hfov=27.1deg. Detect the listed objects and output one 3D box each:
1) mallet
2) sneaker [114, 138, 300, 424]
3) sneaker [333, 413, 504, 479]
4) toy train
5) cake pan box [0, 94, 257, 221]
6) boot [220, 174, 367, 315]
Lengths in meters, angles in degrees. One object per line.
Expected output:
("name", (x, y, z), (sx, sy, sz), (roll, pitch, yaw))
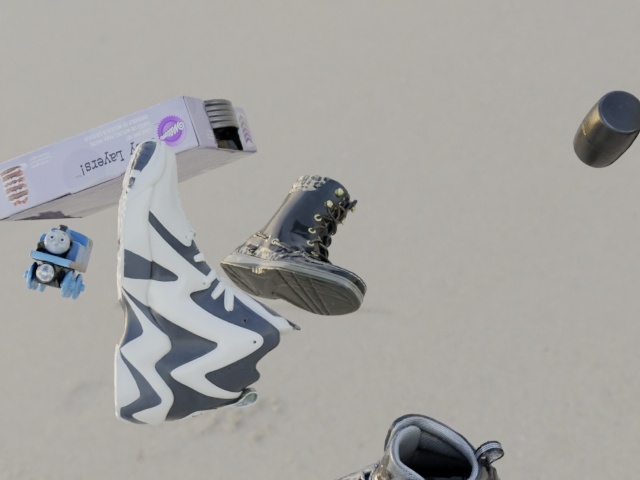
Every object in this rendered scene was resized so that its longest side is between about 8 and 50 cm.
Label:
("mallet", (0.269, -0.107, 0.993), (0.189, 0.039, 0.062), (-24, -17, -26))
("sneaker", (-0.091, 0.036, 1.097), (0.153, 0.235, 0.094), (2, 1, -11))
("sneaker", (0.045, 0.235, 1.232), (0.268, 0.153, 0.101), (-10, 52, -3))
("toy train", (-0.398, 0.031, 2.026), (0.184, 0.080, 0.105), (104, 179, -85))
("cake pan box", (-0.221, -0.092, 1.549), (0.266, 0.070, 0.246), (-19, 0, 14))
("boot", (-0.001, -0.001, 1.699), (0.236, 0.085, 0.179), (10, 53, 45))
